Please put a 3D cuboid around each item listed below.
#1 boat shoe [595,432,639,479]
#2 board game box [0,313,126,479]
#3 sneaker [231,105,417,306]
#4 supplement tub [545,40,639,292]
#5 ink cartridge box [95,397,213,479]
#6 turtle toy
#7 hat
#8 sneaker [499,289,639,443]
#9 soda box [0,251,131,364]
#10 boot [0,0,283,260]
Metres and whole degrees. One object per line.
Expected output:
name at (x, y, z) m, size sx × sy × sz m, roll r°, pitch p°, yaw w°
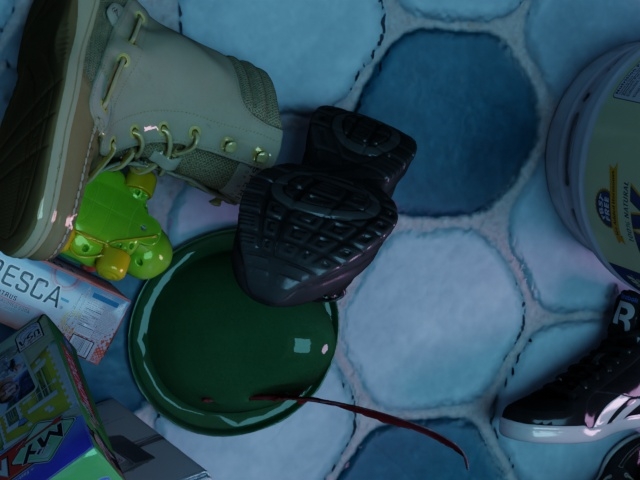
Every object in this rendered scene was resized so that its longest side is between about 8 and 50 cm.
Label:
boat shoe at (0.263, 0.226, 1.640) m, size 0.125 × 0.038 × 0.046 m, roll -43°, pitch 114°, yaw -10°
board game box at (-0.291, 0.198, 1.266) m, size 0.317 × 0.213 × 0.046 m, roll -36°, pitch 118°, yaw -1°
sneaker at (0.000, 0.000, 1.367) m, size 0.109 × 0.286 × 0.130 m, roll 24°, pitch 115°, yaw 8°
supplement tub at (0.346, -0.049, 1.463) m, size 0.235 × 0.325 × 0.235 m, roll -5°, pitch 102°, yaw -23°
ink cartridge box at (-0.132, 0.226, 1.370) m, size 0.092 × 0.218 × 0.158 m, roll -26°, pitch 110°, yaw -17°
turtle toy at (-0.165, -0.013, 1.391) m, size 0.130 × 0.066 × 0.095 m, roll 30°, pitch 62°, yaw -25°
hat at (-0.023, 0.088, 1.409) m, size 0.208 × 0.183 × 0.173 m, roll -9°, pitch 103°, yaw -22°
sneaker at (0.245, 0.105, 1.594) m, size 0.217 × 0.079 × 0.121 m, roll -5°, pitch 99°, yaw -31°
soda box at (-0.237, 0.028, 1.371) m, size 0.183 × 0.063 × 0.058 m, roll 28°, pitch 91°, yaw -26°
boot at (-0.127, -0.066, 1.329) m, size 0.203 × 0.095 × 0.262 m, roll 29°, pitch 44°, yaw -28°
